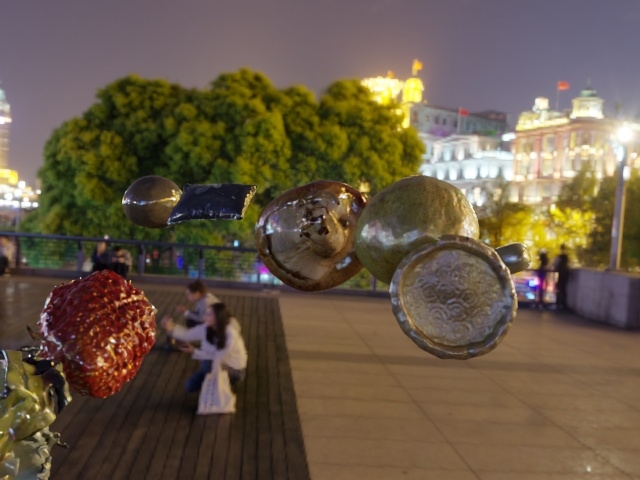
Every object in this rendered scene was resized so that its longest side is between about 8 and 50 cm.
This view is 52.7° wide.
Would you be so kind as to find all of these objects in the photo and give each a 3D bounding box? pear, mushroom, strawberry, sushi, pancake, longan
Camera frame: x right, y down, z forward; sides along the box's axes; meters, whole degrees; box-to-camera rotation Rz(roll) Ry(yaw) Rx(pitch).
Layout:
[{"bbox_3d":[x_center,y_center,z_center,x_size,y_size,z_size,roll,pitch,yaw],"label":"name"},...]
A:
[{"bbox_3d":[0.167,-0.008,1.162,0.229,0.188,0.211,-30,21,20],"label":"pear"},{"bbox_3d":[-0.014,0.001,1.425,0.267,0.267,0.254,5,27,21],"label":"mushroom"},{"bbox_3d":[-0.523,0.206,1.450,0.292,0.292,0.343,4,-1,1],"label":"strawberry"},{"bbox_3d":[-0.328,0.254,0.622,0.131,0.290,0.139,30,-2,-33],"label":"sushi"},{"bbox_3d":[0.202,0.085,0.972,0.199,0.199,0.021,4,-4,-6],"label":"pancake"},{"bbox_3d":[-0.487,-0.109,1.886,0.168,0.167,0.187,5,20,20],"label":"longan"}]

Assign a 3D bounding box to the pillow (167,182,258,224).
[{"bbox_3d":[-0.265,-0.095,1.583,0.209,0.141,0.055,-1,-44,20],"label":"pillow"}]

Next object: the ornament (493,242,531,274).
[{"bbox_3d":[0.321,0.061,1.347,0.230,0.061,0.245,-18,-7,17],"label":"ornament"}]
